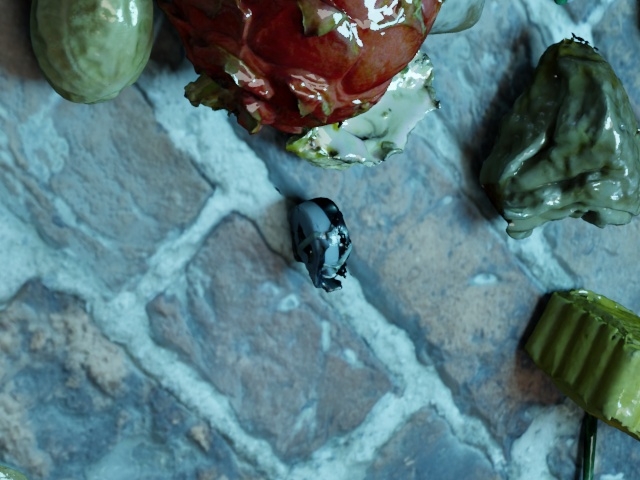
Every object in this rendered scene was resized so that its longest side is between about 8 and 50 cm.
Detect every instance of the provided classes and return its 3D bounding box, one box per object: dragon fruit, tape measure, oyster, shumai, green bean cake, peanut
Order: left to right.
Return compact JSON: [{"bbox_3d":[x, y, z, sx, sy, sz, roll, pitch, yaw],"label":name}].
[{"bbox_3d":[-0.216,-0.273,1.445,0.120,0.136,0.298,-6,109,-28],"label":"peanut"},{"bbox_3d":[-0.016,-0.266,1.496,0.277,0.277,0.343,21,105,-36],"label":"dragon fruit"},{"bbox_3d":[0.000,-0.002,1.714,0.054,0.091,0.094,-17,133,-20],"label":"tape measure"},{"bbox_3d":[0.051,-0.145,1.712,0.133,0.072,0.209,45,61,-29],"label":"oyster"},{"bbox_3d":[0.280,-0.095,1.796,0.185,0.184,0.218,-34,139,-21],"label":"shumai"},{"bbox_3d":[0.405,0.173,1.952,0.224,0.229,0.131,22,101,-34],"label":"green bean cake"}]

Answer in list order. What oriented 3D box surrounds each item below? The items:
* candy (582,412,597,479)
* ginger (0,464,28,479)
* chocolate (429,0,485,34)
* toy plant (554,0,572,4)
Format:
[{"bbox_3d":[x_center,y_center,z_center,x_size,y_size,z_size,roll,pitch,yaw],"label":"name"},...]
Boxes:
[{"bbox_3d":[0.374,0.387,2.111,0.097,0.097,0.324,-5,103,-31],"label":"candy"},{"bbox_3d":[-0.372,0.267,1.601,0.137,0.044,0.057,-13,85,-35],"label":"ginger"},{"bbox_3d":[0.133,-0.373,1.662,0.185,0.100,0.303,0,104,-29],"label":"chocolate"},{"bbox_3d":[0.267,-0.381,1.691,0.232,0.112,0.243,-45,132,-69],"label":"toy plant"}]
